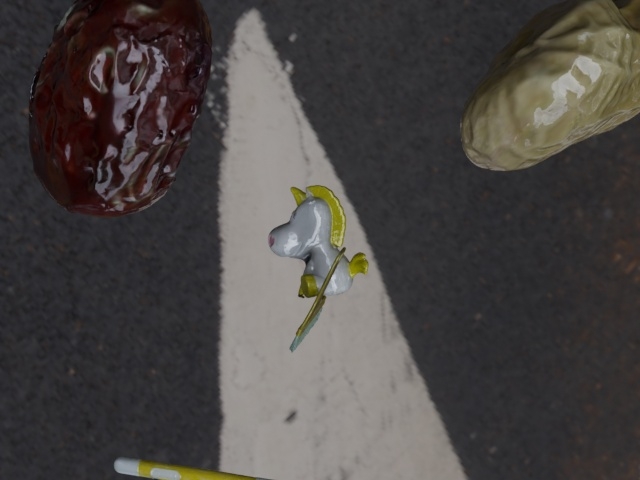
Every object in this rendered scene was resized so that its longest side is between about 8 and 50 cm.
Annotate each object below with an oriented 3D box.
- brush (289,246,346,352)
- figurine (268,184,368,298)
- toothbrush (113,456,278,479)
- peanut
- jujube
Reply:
[{"bbox_3d":[0.002,0.077,1.801,0.083,0.011,0.205,-51,169,-42],"label":"brush"},{"bbox_3d":[-0.007,0.001,1.903,0.130,0.178,0.109,-30,177,23],"label":"figurine"},{"bbox_3d":[-0.093,0.268,1.389,0.024,0.288,0.021,-52,146,-71],"label":"toothbrush"},{"bbox_3d":[0.224,-0.144,1.068,0.233,0.110,0.197,-22,167,-30],"label":"peanut"},{"bbox_3d":[-0.277,-0.193,1.723,0.258,0.258,0.376,-17,147,-28],"label":"jujube"}]
